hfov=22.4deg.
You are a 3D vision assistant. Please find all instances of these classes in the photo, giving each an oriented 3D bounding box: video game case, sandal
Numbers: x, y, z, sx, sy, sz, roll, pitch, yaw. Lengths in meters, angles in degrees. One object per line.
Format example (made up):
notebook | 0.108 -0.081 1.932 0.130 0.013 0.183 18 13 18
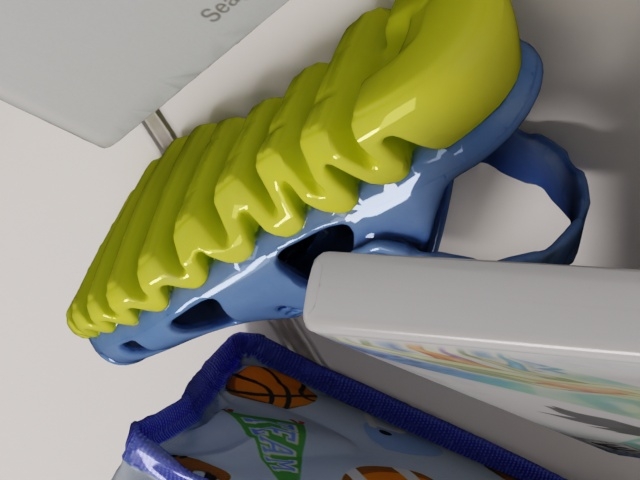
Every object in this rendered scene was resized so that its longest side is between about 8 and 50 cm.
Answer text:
video game case | 0.207 0.065 0.636 0.329 0.036 0.300 4 167 35
sandal | 0.000 0.000 0.753 0.138 0.126 0.317 40 140 -23

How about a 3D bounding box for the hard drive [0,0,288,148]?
hard drive | -0.178 -0.168 0.637 0.353 0.047 0.233 25 145 -28

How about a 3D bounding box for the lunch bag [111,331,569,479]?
lunch bag | 0.049 0.280 0.865 0.385 0.239 0.327 23 109 8
